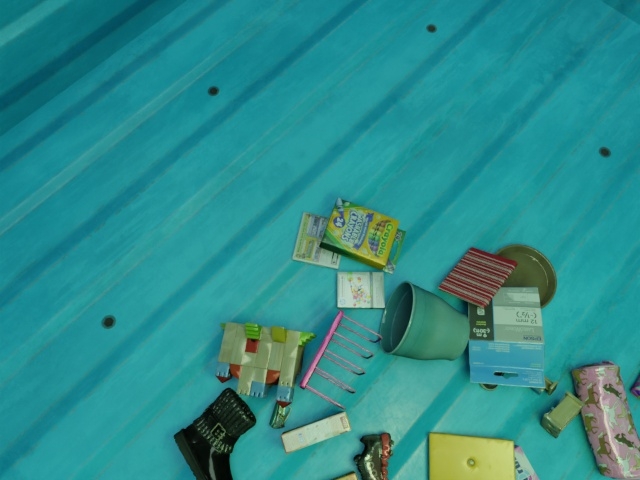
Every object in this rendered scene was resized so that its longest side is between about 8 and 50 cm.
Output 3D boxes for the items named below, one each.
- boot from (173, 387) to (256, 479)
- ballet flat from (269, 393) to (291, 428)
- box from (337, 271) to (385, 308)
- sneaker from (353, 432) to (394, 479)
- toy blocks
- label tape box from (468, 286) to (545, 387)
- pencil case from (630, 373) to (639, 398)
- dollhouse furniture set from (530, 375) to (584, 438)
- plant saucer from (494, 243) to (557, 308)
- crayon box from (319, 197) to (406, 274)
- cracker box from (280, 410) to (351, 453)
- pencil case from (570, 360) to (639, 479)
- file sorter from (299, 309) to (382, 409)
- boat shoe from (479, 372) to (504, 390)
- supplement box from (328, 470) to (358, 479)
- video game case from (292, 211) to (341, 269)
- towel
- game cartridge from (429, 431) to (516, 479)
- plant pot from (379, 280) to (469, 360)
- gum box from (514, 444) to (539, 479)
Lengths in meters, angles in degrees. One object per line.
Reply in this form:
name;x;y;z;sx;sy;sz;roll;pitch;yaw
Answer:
boot;-0.313;0.716;1.605;0.260;0.131;0.348;-36;74;-12
ballet flat;-0.133;0.586;1.698;0.070;0.070;0.189;14;73;4
box;0.158;0.197;1.846;0.186;0.038;0.145;1;70;1
sneaker;0.175;0.801;1.601;0.134;0.098;0.277;7;68;1
toy blocks;-0.218;0.445;1.676;0.380;0.191;0.261;5;71;15
label tape box;0.661;0.335;1.677;0.248;0.115;0.348;-1;47;18
pencil case;1.246;0.489;1.729;0.104;0.104;0.236;35;74;11
dollhouse furniture set;0.819;0.587;1.690;0.129;0.129;0.183;-38;51;-13
plant saucer;0.802;0.151;1.871;0.277;0.041;0.278;0;71;-1
crayon box;0.181;-0.018;1.882;0.322;0.083;0.203;21;71;-1
cracker box;-0.015;0.660;1.616;0.232;0.156;0.067;-18;72;-7
pencil case;1.018;0.625;1.647;0.167;0.160;0.387;12;63;-43
file sorter;0.074;0.435;1.674;0.182;0.202;0.291;28;72;7
boat shoe;0.662;0.417;1.746;0.102;0.092;0.286;19;71;6
supplement box;0.021;0.864;1.587;0.233;0.080;0.078;-18;70;-5
video game case;0.000;0.000;1.921;0.193;0.023;0.213;12;72;3
towel;0.607;0.137;1.798;0.198;0.031;0.274;22;51;39
game cartridge;0.513;0.836;1.584;0.284;0.053;0.324;-1;72;16
plant pot;0.387;0.316;1.701;0.255;0.271;0.272;20;71;-9
gum box;0.683;0.817;1.621;0.107;0.062;0.189;-24;72;-9
